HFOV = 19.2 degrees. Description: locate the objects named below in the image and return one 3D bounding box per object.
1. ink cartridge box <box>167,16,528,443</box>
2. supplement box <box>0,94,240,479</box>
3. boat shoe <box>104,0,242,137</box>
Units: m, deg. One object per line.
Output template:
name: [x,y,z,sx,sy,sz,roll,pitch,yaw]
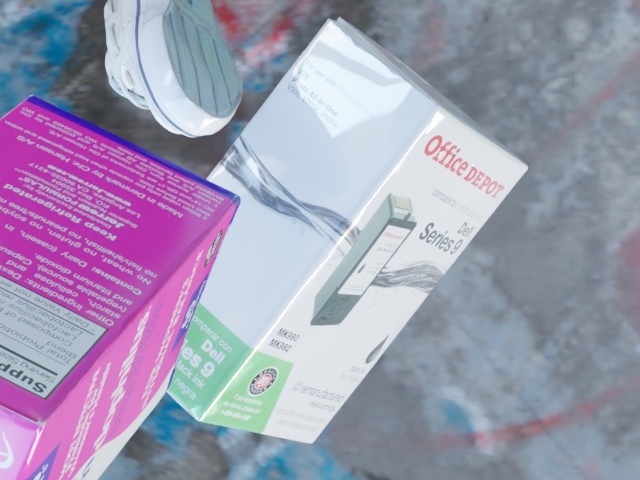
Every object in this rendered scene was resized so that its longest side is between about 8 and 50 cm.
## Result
ink cartridge box: [0.000,0.000,1.435,0.289,0.121,0.211,-53,154,7]
supplement box: [-0.130,0.042,0.759,0.114,0.220,0.111,26,118,7]
boat shoe: [-0.109,-0.124,1.311,0.076,0.226,0.083,-41,117,18]
